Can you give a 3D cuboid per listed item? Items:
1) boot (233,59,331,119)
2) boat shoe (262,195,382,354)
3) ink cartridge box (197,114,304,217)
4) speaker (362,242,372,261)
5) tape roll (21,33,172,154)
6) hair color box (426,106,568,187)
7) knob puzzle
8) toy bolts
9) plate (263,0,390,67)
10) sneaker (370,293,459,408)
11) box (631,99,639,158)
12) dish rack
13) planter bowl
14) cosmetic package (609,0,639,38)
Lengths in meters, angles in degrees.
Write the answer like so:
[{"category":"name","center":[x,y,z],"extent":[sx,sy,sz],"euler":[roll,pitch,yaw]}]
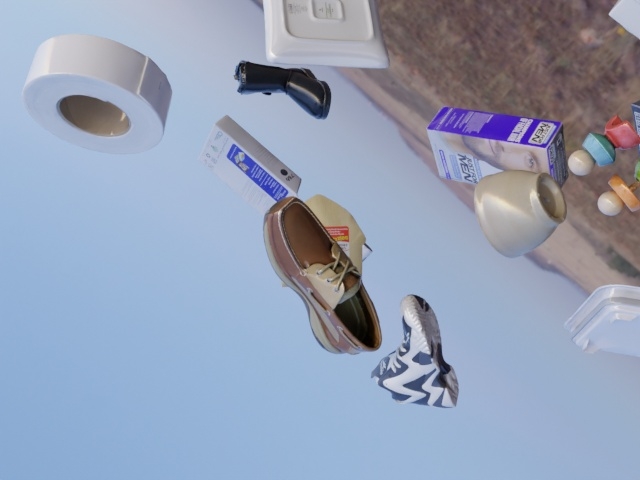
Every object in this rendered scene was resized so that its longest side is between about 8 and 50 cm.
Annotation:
[{"category":"boot","center":[-0.102,-0.381,1.727],"extent":[0.207,0.094,0.246],"euler":[-1,-147,-22]},{"category":"boat shoe","center":[0.020,0.066,1.176],"extent":[0.120,0.122,0.324],"euler":[4,131,47]},{"category":"ink cartridge box","center":[-0.170,-0.170,1.837],"extent":[0.333,0.165,0.065],"euler":[43,-131,1]},{"category":"speaker","center":[0.087,0.060,1.981],"extent":[0.055,0.136,0.055],"euler":[42,-171,-9]},{"category":"tape roll","center":[-0.453,-0.292,1.404],"extent":[0.286,0.286,0.100],"euler":[31,-124,-41]},{"category":"hair color box","center":[0.463,-0.232,1.796],"extent":[0.339,0.110,0.185],"euler":[15,147,36]},{"category":"knob puzzle","center":[0.000,0.000,1.436],"extent":[0.213,0.213,0.030],"euler":[41,-175,1]},{"category":"toy bolts","center":[0.686,-0.150,1.567],"extent":[0.228,0.158,0.218],"euler":[50,-162,-7]},{"category":"plate","center":[0.011,-0.509,1.552],"extent":[0.278,0.045,0.277],"euler":[0,-120,-9]},{"category":"sneaker","center":[0.150,0.213,1.260],"extent":[0.235,0.153,0.094],"euler":[64,-151,-25]},{"category":"box","center":[1.086,-0.269,1.976],"extent":[0.294,0.183,0.296],"euler":[67,174,-28]},{"category":"dish rack","center":[0.749,0.209,1.601],"extent":[0.286,0.072,0.333],"euler":[10,154,7]},{"category":"planter bowl","center":[0.370,-0.061,1.230],"extent":[0.162,0.109,0.162],"euler":[18,-119,-36]},{"category":"cosmetic package","center":[0.987,-0.715,2.012],"extent":[0.151,0.151,0.183],"euler":[39,146,1]}]
